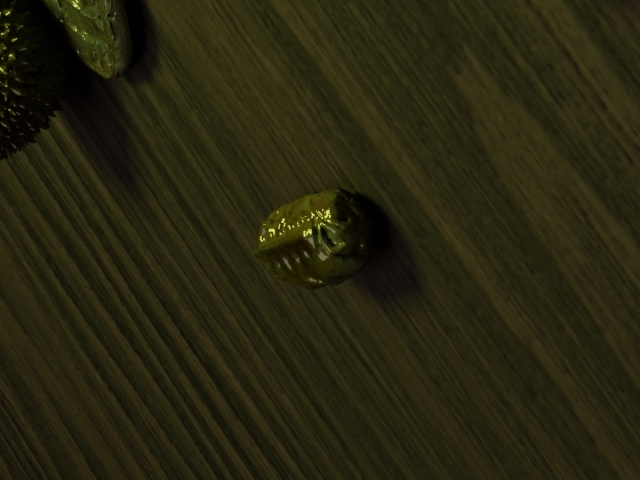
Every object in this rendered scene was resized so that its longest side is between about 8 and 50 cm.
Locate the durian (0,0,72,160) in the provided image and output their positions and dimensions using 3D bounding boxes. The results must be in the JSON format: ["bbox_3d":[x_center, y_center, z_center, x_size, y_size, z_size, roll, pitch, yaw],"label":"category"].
[{"bbox_3d":[-0.261,-0.169,1.536,0.146,0.102,0.208,-97,3,-62],"label":"durian"}]

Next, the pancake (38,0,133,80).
[{"bbox_3d":[-0.191,-0.201,1.458,0.158,0.028,0.158,44,150,33],"label":"pancake"}]

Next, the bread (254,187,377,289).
[{"bbox_3d":[0.000,0.000,1.305,0.110,0.060,0.066,-19,71,61],"label":"bread"}]
